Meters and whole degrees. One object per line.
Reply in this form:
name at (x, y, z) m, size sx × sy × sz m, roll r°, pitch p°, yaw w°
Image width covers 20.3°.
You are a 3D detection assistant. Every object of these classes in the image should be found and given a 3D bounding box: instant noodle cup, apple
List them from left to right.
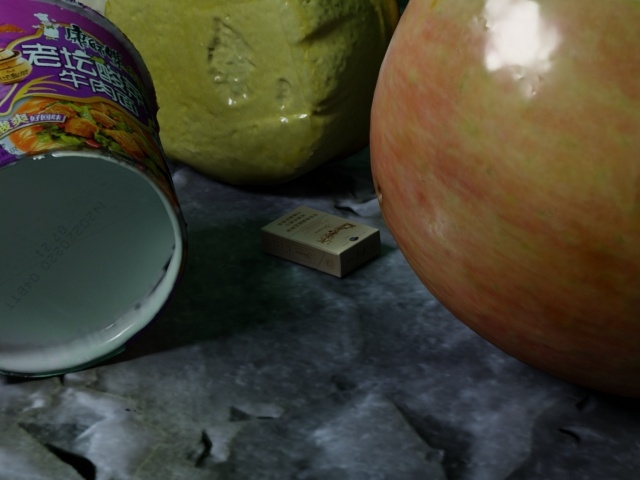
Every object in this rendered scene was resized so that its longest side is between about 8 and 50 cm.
instant noodle cup at (-0.214, -0.031, 1.293) m, size 0.251 × 0.251 × 0.190 m, roll -11°, pitch 38°, yaw -16°
apple at (0.245, -0.080, 1.186) m, size 0.346 × 0.391 × 0.391 m, roll 34°, pitch 42°, yaw 24°

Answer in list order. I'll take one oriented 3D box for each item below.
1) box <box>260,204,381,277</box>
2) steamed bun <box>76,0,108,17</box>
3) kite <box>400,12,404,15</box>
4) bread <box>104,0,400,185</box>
box at (0.000, 0.000, 1.424) m, size 0.083 × 0.024 × 0.053 m, roll 20°, pitch 35°, yaw 36°
steamed bun at (-0.114, -0.296, 1.739) m, size 0.275 × 0.320 × 0.206 m, roll 16°, pitch 11°, yaw -43°
kite at (0.066, -0.210, 1.847) m, size 0.160 × 0.010 × 0.183 m, roll -8°, pitch 27°, yaw -8°
bread at (-0.063, -0.172, 1.524) m, size 0.270 × 0.270 × 0.148 m, roll 15°, pitch 33°, yaw 31°
